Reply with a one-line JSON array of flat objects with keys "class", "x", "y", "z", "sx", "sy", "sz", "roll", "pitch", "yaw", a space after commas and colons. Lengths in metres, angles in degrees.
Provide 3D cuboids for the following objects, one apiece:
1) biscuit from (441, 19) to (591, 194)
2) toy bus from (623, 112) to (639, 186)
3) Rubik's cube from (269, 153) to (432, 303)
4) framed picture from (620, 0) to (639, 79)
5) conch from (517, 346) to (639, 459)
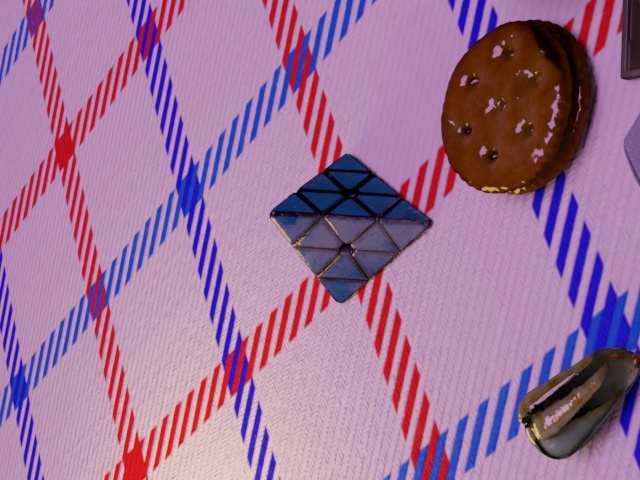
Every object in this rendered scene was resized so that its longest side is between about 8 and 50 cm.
[{"class": "biscuit", "x": 0.233, "y": -0.162, "z": 1.767, "sx": 0.220, "sy": 0.066, "sz": 0.220, "roll": -13, "pitch": 73, "yaw": 50}, {"class": "toy bus", "x": 0.423, "y": -0.179, "z": 1.420, "sx": 0.109, "sy": 0.136, "sz": 0.330, "roll": -105, "pitch": 30, "yaw": -45}, {"class": "Rubik's cube", "x": 0.000, "y": 0.000, "z": 1.960, "sx": 0.211, "sy": 0.178, "sz": 0.190, "roll": 38, "pitch": 117, "yaw": 50}, {"class": "framed picture", "x": 0.424, "y": -0.278, "z": 1.576, "sx": 0.250, "sy": 0.016, "sz": 0.184, "roll": -6, "pitch": 79, "yaw": 53}, {"class": "conch", "x": 0.280, "y": 0.173, "z": 1.616, "sx": 0.170, "sy": 0.105, "sz": 0.079, "roll": -52, "pitch": 51, "yaw": 28}]
